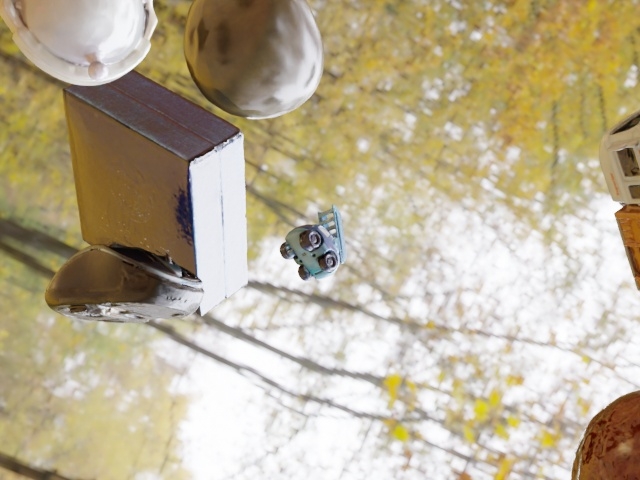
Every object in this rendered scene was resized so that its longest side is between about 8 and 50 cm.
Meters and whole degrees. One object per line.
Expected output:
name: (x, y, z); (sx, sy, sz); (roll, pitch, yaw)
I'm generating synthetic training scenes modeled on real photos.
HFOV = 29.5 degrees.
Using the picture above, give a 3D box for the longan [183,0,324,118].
longan: (-0.082, -0.238, 1.467); (0.189, 0.189, 0.189); (-46, -152, 33)

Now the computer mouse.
computer mouse: (-0.253, 0.054, 1.576); (0.233, 0.137, 0.096); (-8, -104, 37)

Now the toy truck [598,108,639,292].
toy truck: (0.542, -0.019, 1.777); (0.173, 0.387, 0.207); (-29, -164, -31)

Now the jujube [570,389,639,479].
jujube: (0.311, 0.257, 1.051); (0.190, 0.190, 0.255); (-25, -124, 55)

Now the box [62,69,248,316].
box: (-0.234, -0.072, 1.733); (0.116, 0.261, 0.279); (-37, 143, -36)

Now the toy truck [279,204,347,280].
toy truck: (0.000, 0.000, 1.474); (0.056, 0.073, 0.090); (-24, -159, 42)

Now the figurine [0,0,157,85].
figurine: (-0.251, -0.258, 1.222); (0.141, 0.162, 0.236); (-34, -110, 55)
